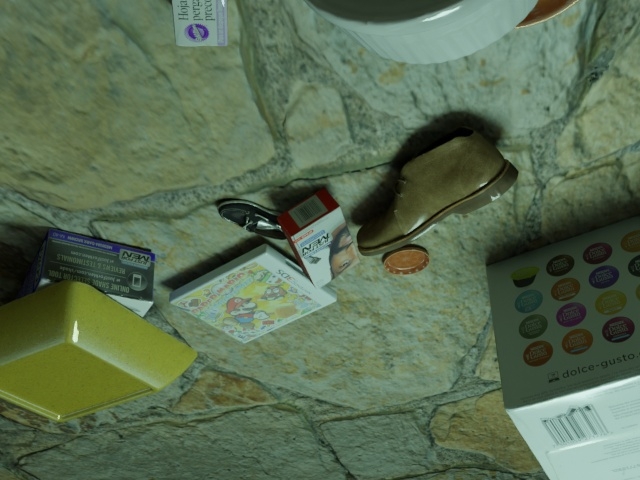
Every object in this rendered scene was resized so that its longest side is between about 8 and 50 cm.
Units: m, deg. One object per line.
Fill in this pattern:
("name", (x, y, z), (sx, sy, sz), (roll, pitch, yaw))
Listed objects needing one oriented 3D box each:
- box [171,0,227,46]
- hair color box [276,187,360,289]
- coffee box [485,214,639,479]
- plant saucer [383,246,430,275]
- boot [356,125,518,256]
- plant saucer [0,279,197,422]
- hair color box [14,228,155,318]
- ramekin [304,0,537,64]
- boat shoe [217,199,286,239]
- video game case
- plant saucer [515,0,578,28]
("box", (-0.130, -0.342, 0.882), (0.063, 0.067, 0.324), (-1, 147, -5))
("hair color box", (0.000, 0.000, 1.388), (0.093, 0.053, 0.167), (-33, 146, -6))
("coffee box", (0.518, 0.210, 1.495), (0.337, 0.334, 0.338), (-20, 129, 21))
("plant saucer", (0.153, 0.035, 1.525), (0.083, 0.013, 0.083), (-4, 145, -3))
("boot", (0.151, -0.075, 1.318), (0.115, 0.112, 0.305), (46, 131, -14))
("plant saucer", (-0.435, 0.215, 1.462), (0.333, 0.081, 0.333), (-21, 144, 21))
("hair color box", (-0.433, 0.127, 1.496), (0.185, 0.110, 0.339), (15, 143, -26))
("ramekin", (0.105, -0.296, 0.821), (0.273, 0.273, 0.127), (-17, 157, 17))
("boat shoe", (-0.106, -0.030, 1.369), (0.125, 0.038, 0.046), (17, 140, -30))
("video game case", (-0.120, 0.102, 1.538), (0.227, 0.026, 0.206), (-26, 139, 27))
("plant saucer", (0.229, -0.328, 0.978), (0.200, 0.037, 0.200), (-4, 146, -3))
